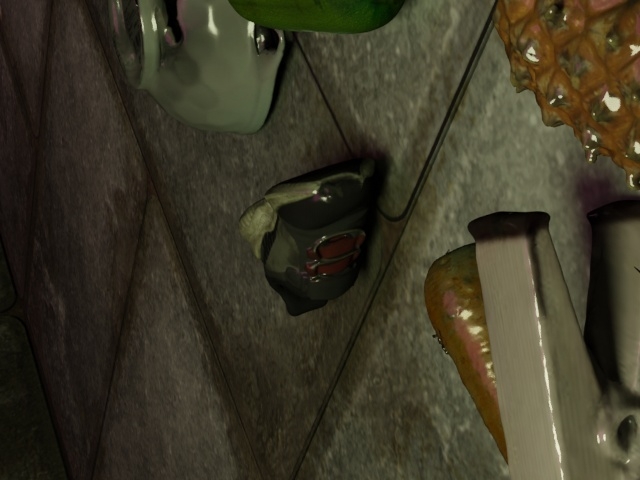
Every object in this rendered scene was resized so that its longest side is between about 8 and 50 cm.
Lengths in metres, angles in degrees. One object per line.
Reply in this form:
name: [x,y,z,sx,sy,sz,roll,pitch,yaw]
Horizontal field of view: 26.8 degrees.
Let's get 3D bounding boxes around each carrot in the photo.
carrot: [0.150,0.137,0.895,0.298,0.078,0.078,67,154,21]

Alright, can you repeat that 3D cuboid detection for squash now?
squash: [-0.002,-0.210,1.098,0.292,0.082,0.082,-158,62,-66]

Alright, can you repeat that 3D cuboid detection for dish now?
dish: [-0.141,-0.233,1.349,0.303,0.120,0.303,168,90,-72]

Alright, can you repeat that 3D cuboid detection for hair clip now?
hair clip: [0.165,0.143,0.794,0.085,0.101,0.331,-5,92,63]

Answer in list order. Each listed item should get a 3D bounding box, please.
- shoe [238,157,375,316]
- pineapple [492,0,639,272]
shoe: [0.000,0.000,1.169,0.227,0.099,0.112,154,99,-70]
pineapple: [0.209,-0.022,0.570,0.166,0.165,0.365,105,147,-44]
